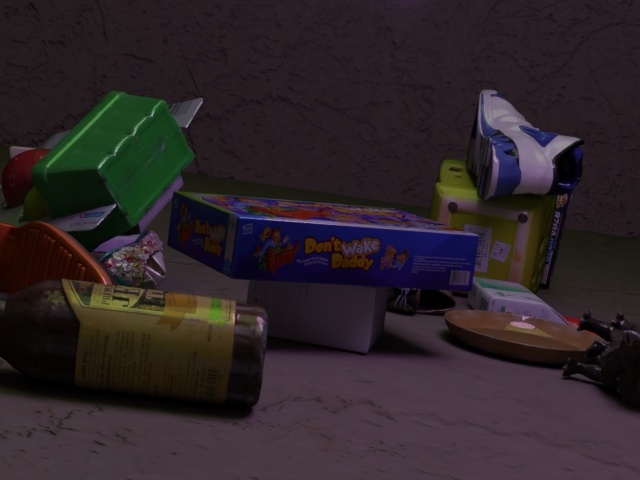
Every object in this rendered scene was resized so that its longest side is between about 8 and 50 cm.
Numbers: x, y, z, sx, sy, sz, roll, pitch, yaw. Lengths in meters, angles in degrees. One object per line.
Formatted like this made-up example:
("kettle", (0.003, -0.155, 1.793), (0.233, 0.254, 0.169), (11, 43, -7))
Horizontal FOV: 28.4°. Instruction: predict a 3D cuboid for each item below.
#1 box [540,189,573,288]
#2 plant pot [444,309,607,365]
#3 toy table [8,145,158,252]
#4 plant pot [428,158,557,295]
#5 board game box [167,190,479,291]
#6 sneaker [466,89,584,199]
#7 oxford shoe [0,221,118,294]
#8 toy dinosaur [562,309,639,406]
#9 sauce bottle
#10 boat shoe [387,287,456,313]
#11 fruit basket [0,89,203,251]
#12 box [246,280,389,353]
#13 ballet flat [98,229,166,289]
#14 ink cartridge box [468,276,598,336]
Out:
("box", (0.380, -0.022, 2.451), (0.175, 0.220, 0.051), (6, 17, -13))
("plant pot", (0.294, 0.142, 1.831), (0.236, 0.032, 0.236), (9, 8, -1))
("toy table", (-0.412, -0.074, 2.191), (0.274, 0.160, 0.252), (3, 9, -33))
("plant pot", (0.297, -0.009, 2.286), (0.227, 0.228, 0.207), (10, 15, 12))
("board game box", (0.000, 0.000, 1.684), (0.347, 0.078, 0.233), (4, 8, -28))
("sneaker", (0.363, -0.150, 2.227), (0.182, 0.127, 0.315), (8, 27, -5))
("oxford shoe", (-0.316, 0.043, 1.547), (0.133, 0.130, 0.364), (13, 5, -38))
("toy dinosaur", (0.427, 0.158, 1.666), (0.160, 0.121, 0.313), (28, 12, 32))
("sauce bottle", (-0.227, 0.097, 1.278), (0.344, 0.111, 0.111), (8, 7, -8))
("boat shoe", (0.133, 0.080, 1.989), (0.183, 0.066, 0.066), (5, 10, -27))
("fruit basket", (-0.375, -0.088, 1.920), (0.353, 0.165, 0.327), (-14, 29, 38))
("box", (-0.003, 0.084, 1.703), (0.170, 0.091, 0.130), (10, 7, 11))
("ballet flat", (-0.268, 0.044, 1.836), (0.077, 0.091, 0.241), (39, 13, 0))
("ink cartridge box", (0.367, 0.112, 2.072), (0.225, 0.056, 0.181), (6, 8, -5))
